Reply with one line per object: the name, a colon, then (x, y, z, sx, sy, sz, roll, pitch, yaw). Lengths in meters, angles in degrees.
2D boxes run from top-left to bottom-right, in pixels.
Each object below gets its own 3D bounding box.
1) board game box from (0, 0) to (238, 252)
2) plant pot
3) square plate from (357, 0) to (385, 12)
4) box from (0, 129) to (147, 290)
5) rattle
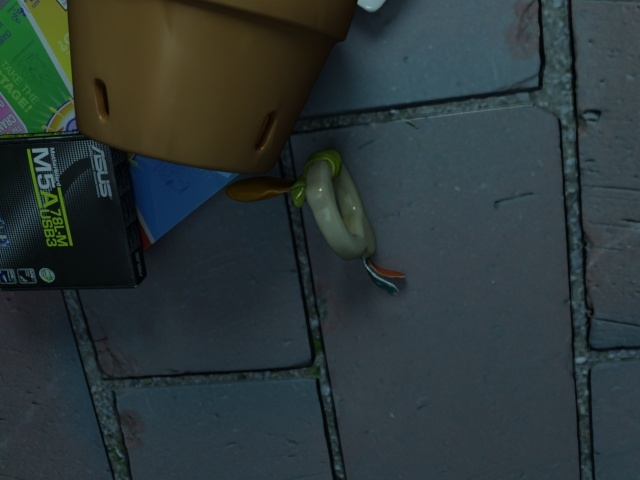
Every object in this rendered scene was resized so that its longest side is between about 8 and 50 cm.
board game box: (-0.273, -0.143, 0.951, 0.242, 0.064, 0.316, -36, 100, 19)
plant pot: (-0.124, -0.188, 0.774, 0.290, 0.291, 0.204, 15, 102, 4)
square plate: (0.030, -0.475, 0.788, 0.344, 0.049, 0.347, 38, 111, -6)
box: (-0.313, -0.034, 0.938, 0.184, 0.045, 0.191, 0, 110, 12)
rattle: (0.000, 0.000, 0.935, 0.142, 0.130, 0.200, -27, 130, 5)
